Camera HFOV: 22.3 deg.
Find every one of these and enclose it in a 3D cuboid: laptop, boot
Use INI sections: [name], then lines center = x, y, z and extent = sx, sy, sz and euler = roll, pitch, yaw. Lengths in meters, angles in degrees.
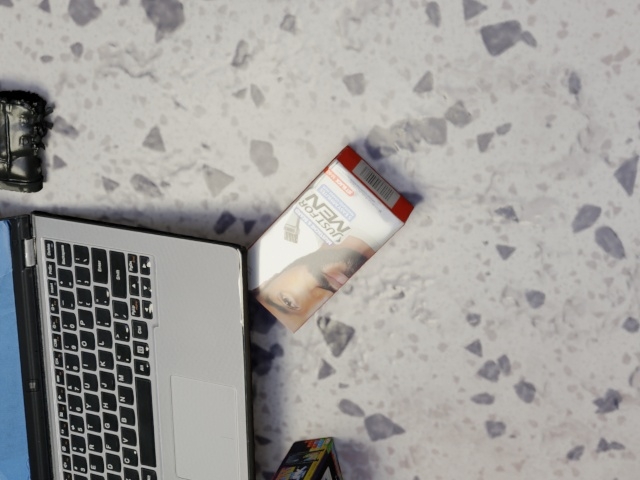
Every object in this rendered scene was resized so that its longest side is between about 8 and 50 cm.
[laptop]
center = -0.297, 0.188, 1.623
extent = 0.408, 0.236, 0.382
euler = 9, 112, 27
[boot]
center = -0.332, -0.103, 1.645
extent = 0.121, 0.045, 0.099
euler = 6, 112, 6

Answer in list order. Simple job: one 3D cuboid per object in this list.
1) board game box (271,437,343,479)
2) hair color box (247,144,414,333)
[board game box]
center = -0.005, 0.306, 1.640
extent = 0.048, 0.141, 0.170
euler = -9, 105, 18
[hair color box]
center = 0.000, 0.000, 1.582
extent = 0.093, 0.053, 0.167
euler = 43, 115, -2
